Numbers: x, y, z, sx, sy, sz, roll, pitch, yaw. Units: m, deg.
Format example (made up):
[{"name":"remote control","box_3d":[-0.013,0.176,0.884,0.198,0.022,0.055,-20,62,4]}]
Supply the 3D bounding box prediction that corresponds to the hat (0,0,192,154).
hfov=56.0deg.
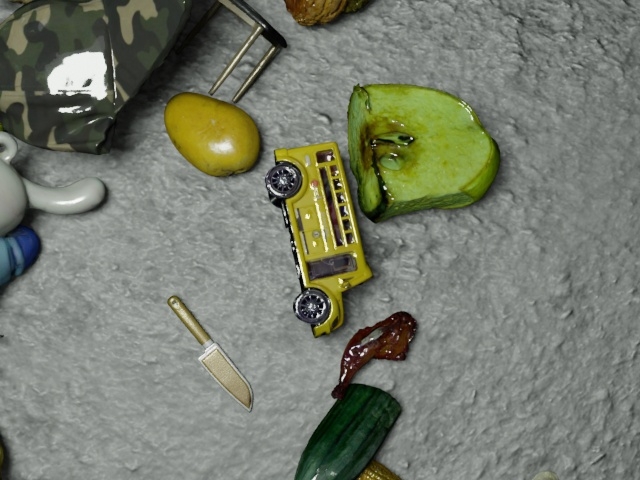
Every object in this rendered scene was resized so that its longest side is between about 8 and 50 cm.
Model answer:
[{"name":"hat","box_3d":[-0.379,-0.362,0.956,0.258,0.381,0.366,-1,50,-33]}]

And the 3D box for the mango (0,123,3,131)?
[{"name":"mango","box_3d":[-0.650,-0.226,1.053,0.273,0.149,0.185,-43,82,-10]}]

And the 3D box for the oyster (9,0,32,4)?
[{"name":"oyster","box_3d":[-0.397,-0.511,1.061,0.396,0.204,0.110,-27,82,13]}]

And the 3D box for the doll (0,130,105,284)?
[{"name":"doll","box_3d":[-0.610,-0.023,1.003,0.376,0.187,0.365,28,96,-21]}]

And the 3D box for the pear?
[{"name":"pear","box_3d":[0.186,-0.168,1.094,0.256,0.164,0.238,-11,76,-9]}]

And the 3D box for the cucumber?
[{"name":"cucumber","box_3d":[0.044,0.352,1.032,0.115,0.063,0.244,36,56,7]}]

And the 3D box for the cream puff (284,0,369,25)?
[{"name":"cream puff","box_3d":[0.026,-0.495,1.114,0.169,0.183,0.183,-10,86,-19]}]

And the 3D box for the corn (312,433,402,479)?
[{"name":"corn","box_3d":[0.067,0.414,1.077,0.207,0.068,0.068,33,84,-1]}]

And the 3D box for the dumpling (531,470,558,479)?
[{"name":"dumpling","box_3d":[0.419,0.456,1.108,0.077,0.043,0.059,36,62,4]}]

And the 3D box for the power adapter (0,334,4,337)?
[{"name":"power adapter","box_3d":[-0.650,0.188,1.027,0.205,0.125,0.129,3,84,-2]}]

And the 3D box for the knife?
[{"name":"knife","box_3d":[-0.202,0.209,1.102,0.046,0.022,0.256,-38,93,-14]}]

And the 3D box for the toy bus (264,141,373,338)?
[{"name":"toy bus","box_3d":[0.000,0.000,1.070,0.151,0.145,0.331,-13,85,-6]}]

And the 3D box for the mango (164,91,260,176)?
[{"name":"mango","box_3d":[-0.200,-0.198,1.104,0.195,0.098,0.137,42,87,8]}]

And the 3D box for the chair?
[{"name":"chair","box_3d":[-0.143,-0.397,1.051,0.166,0.188,0.272,40,102,0]}]

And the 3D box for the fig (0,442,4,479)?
[{"name":"fig","box_3d":[-0.588,0.366,0.998,0.274,0.145,0.170,21,85,13]}]

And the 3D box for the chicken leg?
[{"name":"chicken leg","box_3d":[0.091,0.202,1.095,0.205,0.053,0.093,-31,74,-6]}]
